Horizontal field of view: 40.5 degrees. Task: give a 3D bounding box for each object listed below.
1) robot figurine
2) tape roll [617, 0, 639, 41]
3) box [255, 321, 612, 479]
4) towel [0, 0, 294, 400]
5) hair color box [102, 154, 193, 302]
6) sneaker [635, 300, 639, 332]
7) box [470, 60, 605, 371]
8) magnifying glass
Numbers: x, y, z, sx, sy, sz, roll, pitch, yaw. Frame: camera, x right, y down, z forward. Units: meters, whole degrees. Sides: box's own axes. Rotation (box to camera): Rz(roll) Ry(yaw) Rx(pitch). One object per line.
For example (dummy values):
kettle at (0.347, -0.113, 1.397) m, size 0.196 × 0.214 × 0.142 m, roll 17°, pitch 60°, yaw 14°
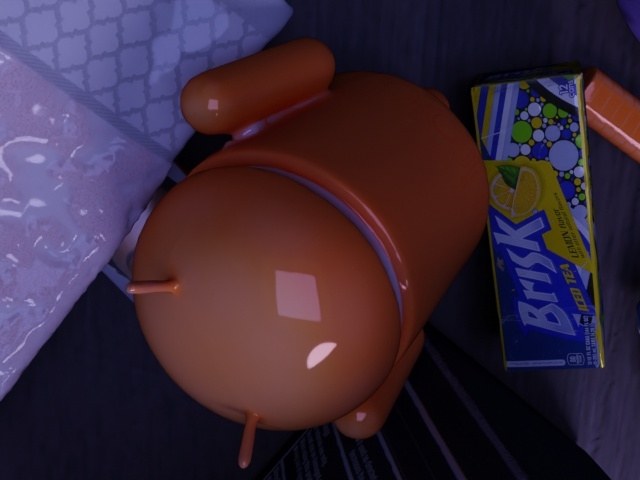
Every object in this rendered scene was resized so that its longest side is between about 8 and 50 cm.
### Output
robot figurine at (-0.001, -0.002, 0.408) m, size 0.128 × 0.219 × 0.158 m, roll 26°, pitch 130°, yaw 15°
tape roll at (0.261, -0.171, 0.468) m, size 0.189 × 0.080 × 0.188 m, roll -2°, pitch 105°, yaw -7°
box at (0.043, 0.234, 0.430) m, size 0.183 × 0.296 × 0.294 m, roll 37°, pitch 97°, yaw -15°
towel at (-0.215, -0.075, 0.340) m, size 0.332 × 0.053 × 0.317 m, roll 39°, pitch 89°, yaw -31°
hair color box at (-0.069, 0.016, 0.486) m, size 0.072 × 0.043 × 0.141 m, roll -41°, pitch 106°, yaw 3°
sneaker at (0.264, 0.104, 0.555) m, size 0.081 × 0.080 × 0.211 m, roll -14°, pitch 114°, yaw 26°
box at (0.126, -0.012, 0.494) m, size 0.059 × 0.054 × 0.168 m, roll -5°, pitch 107°, yaw 18°
magnifying glass at (0.244, -0.030, 0.532) m, size 0.231 × 0.026 × 0.092 m, roll 31°, pitch 103°, yaw -16°
